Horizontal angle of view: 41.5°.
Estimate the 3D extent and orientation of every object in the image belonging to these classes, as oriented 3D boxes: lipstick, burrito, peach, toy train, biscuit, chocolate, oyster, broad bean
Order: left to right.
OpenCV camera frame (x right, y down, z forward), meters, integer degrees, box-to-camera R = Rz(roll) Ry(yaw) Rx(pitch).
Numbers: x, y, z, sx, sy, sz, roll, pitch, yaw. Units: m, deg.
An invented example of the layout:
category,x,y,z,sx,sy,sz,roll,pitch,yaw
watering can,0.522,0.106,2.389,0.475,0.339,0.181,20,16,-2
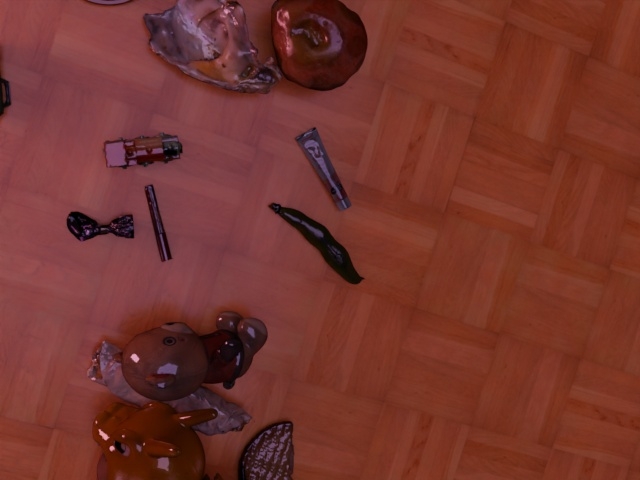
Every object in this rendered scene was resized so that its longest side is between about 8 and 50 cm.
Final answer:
category,x,y,z,sx,sy,sz,roll,pitch,yaw
chocolate,-0.488,-0.028,1.880,0.147,0.072,0.070,-1,136,-7
toy train,-0.389,-0.196,1.856,0.175,0.118,0.074,-6,99,-12
lipstick,-0.372,-0.040,1.923,0.027,0.027,0.177,-15,98,-13
burrito,-0.349,0.357,1.941,0.392,0.076,0.117,29,107,-14
oyster,-0.239,-0.442,1.883,0.275,0.100,0.271,-10,103,9
biscuit,-0.112,0.548,2.042,0.176,0.031,0.229,35,84,-16
peach,-0.018,-0.451,1.886,0.235,0.214,0.214,40,85,-19
broad bean,0.001,-0.001,2.016,0.297,0.043,0.060,44,95,-13

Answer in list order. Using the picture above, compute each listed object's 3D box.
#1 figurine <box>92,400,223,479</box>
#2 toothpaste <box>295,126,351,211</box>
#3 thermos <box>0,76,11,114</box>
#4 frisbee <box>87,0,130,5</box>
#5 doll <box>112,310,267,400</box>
category,x,y,z,sx,sy,sz,roll,pitch,yaw
figurine,-0.325,0.551,1.868,0.400,0.268,0.387,-8,111,-3
toothpaste,0.013,-0.166,2.009,0.056,0.036,0.205,-30,98,-9
thermos,-0.711,-0.327,1.789,0.073,0.083,0.188,-1,97,7
frisbee,-0.470,-0.641,1.845,0.250,0.021,0.251,-2,96,-15
doll,-0.281,0.259,1.867,0.329,0.235,0.174,-6,105,-37
